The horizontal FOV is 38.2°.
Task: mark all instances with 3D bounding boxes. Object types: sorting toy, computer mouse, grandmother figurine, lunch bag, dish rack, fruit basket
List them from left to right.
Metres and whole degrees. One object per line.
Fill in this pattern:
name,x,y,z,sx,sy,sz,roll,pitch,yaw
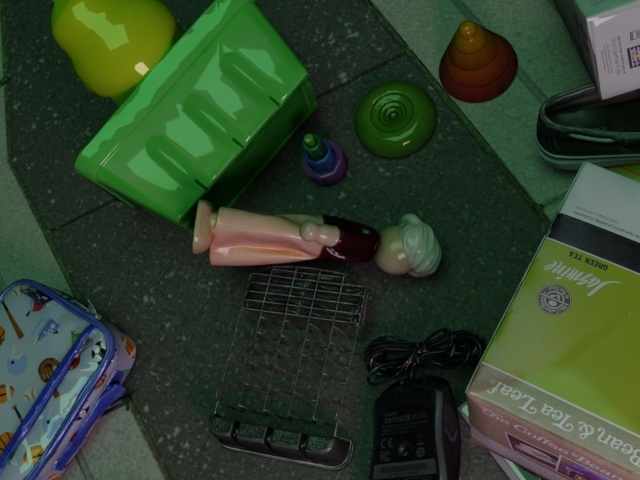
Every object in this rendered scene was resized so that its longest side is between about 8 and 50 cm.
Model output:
lunch bag,-0.430,0.217,1.396,0.243,0.115,0.303,29,83,22
fruit basket,-0.237,-0.234,1.395,0.392,0.283,0.392,-1,80,6
dish rack,-0.039,0.171,1.309,0.208,0.074,0.271,7,72,18
grandmother figurine,0.000,0.000,1.294,0.342,0.208,0.104,6,101,-3
sorting toy,0.120,-0.216,1.364,0.365,0.126,0.127,-33,65,4
computer mouse,0.137,0.257,1.214,0.188,0.072,0.272,-10,61,36

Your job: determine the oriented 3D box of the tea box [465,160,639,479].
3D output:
tea box,0.383,0.142,1.061,0.329,0.220,0.323,26,71,21

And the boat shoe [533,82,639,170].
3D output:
boat shoe,0.452,-0.165,1.219,0.335,0.119,0.121,-13,69,11

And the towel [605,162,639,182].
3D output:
towel,0.459,-0.112,1.276,0.102,0.021,0.237,27,81,21

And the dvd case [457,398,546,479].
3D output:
dvd case,0.324,0.217,1.196,0.239,0.029,0.179,-38,64,2

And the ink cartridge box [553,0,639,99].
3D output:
ink cartridge box,0.460,-0.354,1.230,0.272,0.130,0.309,-16,38,12
